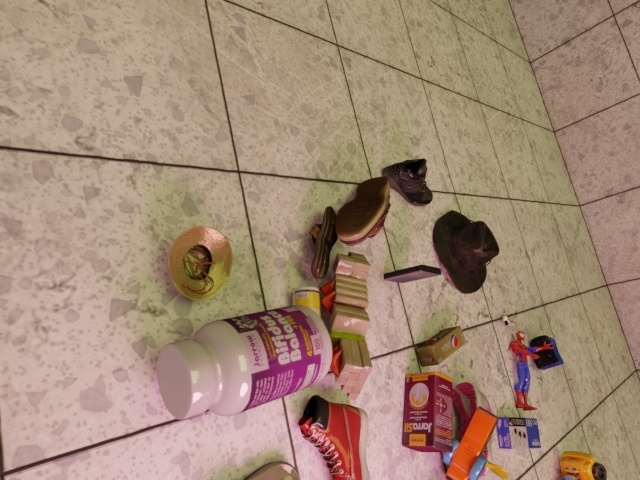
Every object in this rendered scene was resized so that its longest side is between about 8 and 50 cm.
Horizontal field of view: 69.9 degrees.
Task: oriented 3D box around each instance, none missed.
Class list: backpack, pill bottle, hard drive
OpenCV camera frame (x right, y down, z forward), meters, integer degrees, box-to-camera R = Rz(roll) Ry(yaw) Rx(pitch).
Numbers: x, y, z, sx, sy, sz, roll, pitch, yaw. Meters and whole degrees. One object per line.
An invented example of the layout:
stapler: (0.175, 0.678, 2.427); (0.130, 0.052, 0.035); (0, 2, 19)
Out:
backpack: (0.884, 0.438, 1.798); (0.101, 0.098, 0.120); (21, 47, -43)
pill bottle: (-0.032, 0.168, 1.050); (0.065, 0.065, 0.116); (14, 64, -40)
pill bottle: (-0.135, 0.223, 0.854); (0.301, 0.169, 0.169); (-5, 76, -45)
hard drive: (0.262, 0.097, 1.312); (0.094, 0.135, 0.022); (12, 69, -40)

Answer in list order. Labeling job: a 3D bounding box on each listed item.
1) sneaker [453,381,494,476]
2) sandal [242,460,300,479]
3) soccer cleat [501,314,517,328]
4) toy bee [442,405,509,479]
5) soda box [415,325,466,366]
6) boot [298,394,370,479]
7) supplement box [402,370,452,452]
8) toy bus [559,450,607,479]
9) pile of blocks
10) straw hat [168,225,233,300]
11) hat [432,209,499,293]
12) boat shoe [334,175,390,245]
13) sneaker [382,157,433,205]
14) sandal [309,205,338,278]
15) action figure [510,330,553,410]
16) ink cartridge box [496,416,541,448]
sneaker: (0.467, 0.551, 1.342); (0.111, 0.103, 0.252); (21, 60, -35)
sandal: (-0.138, 0.490, 0.797); (0.302, 0.086, 0.120); (-24, 90, -46)
soccer cleat: (0.716, 0.315, 1.736); (0.083, 0.029, 0.036); (43, 57, -19)
toy bee: (0.376, 0.589, 1.226); (0.195, 0.298, 0.162); (51, 2, 34)
soda box: (0.363, 0.315, 1.371); (0.181, 0.061, 0.058); (-15, 83, -46)
boot: (0.018, 0.462, 0.965); (0.176, 0.088, 0.244); (29, 47, -32)
supplement box: (0.283, 0.451, 1.206); (0.080, 0.104, 0.188); (30, 54, -31)
toy bus: (0.905, 0.891, 1.610); (0.211, 0.149, 0.220); (-16, 82, -30)
pile of blocks: (0.043, 0.183, 1.092); (0.112, 0.149, 0.362); (14, 53, -13)
straw hat: (-0.247, 0.043, 0.900); (0.144, 0.061, 0.145); (0, 90, -40)
hat: (0.548, 0.024, 1.621); (0.331, 0.134, 0.331); (19, 61, -39)
boat shoe: (0.134, -0.062, 1.261); (0.342, 0.123, 0.123); (-61, 139, -57)
sneaker: (0.321, -0.190, 1.496); (0.227, 0.130, 0.087); (31, 56, -34)
sandal: (0.000, 0.000, 1.155); (0.090, 0.060, 0.219); (65, 32, -50)
action figure: (0.766, 0.457, 1.651); (0.091, 0.139, 0.280); (27, 54, -35)
ink cartridge box: (0.664, 0.644, 1.533); (0.207, 0.046, 0.097); (20, 62, -38)
